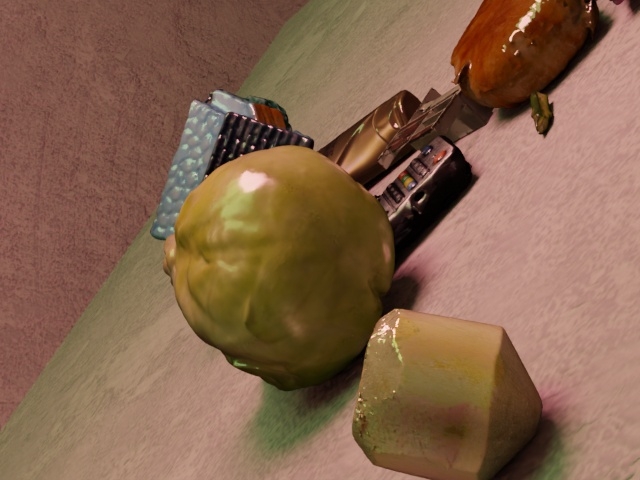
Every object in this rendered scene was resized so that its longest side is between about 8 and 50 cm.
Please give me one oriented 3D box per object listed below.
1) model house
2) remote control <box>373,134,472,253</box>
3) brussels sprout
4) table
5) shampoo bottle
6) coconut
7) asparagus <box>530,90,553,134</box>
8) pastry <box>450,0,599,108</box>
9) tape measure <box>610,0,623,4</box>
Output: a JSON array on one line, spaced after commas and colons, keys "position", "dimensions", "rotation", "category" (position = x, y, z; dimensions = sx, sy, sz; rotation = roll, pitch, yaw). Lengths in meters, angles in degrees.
[{"position": [-0.083, -0.080, 2.212], "dimensions": [0.241, 0.226, 0.261], "rotation": [23, 97, 43], "category": "model house"}, {"position": [0.049, 0.026, 1.891], "dimensions": [0.399, 0.062, 0.144], "rotation": [-46, 14, 6], "category": "remote control"}, {"position": [-0.046, 0.022, 1.748], "dimensions": [0.316, 0.243, 0.273], "rotation": [39, 111, 39], "category": "brussels sprout"}, {"position": [0.177, -0.172, 2.035], "dimensions": [0.146, 0.062, 0.175], "rotation": [-29, 22, 56], "category": "table"}, {"position": [0.043, -0.123, 2.285], "dimensions": [0.350, 0.084, 0.125], "rotation": [-34, 27, 45], "category": "shampoo bottle"}, {"position": [0.111, 0.136, 1.217], "dimensions": [0.147, 0.153, 0.147], "rotation": [14, -90, -80], "category": "coconut"}, {"position": [0.274, -0.158, 1.777], "dimensions": [0.108, 0.025, 0.021], "rotation": [-80, 13, -60], "category": "asparagus"}, {"position": [0.273, -0.279, 1.910], "dimensions": [0.229, 0.100, 0.218], "rotation": [-23, 37, 56], "category": "pastry"}, {"position": [0.413, -0.434, 1.831], "dimensions": [0.231, 0.149, 0.245], "rotation": [-46, 14, 17], "category": "tape measure"}]
